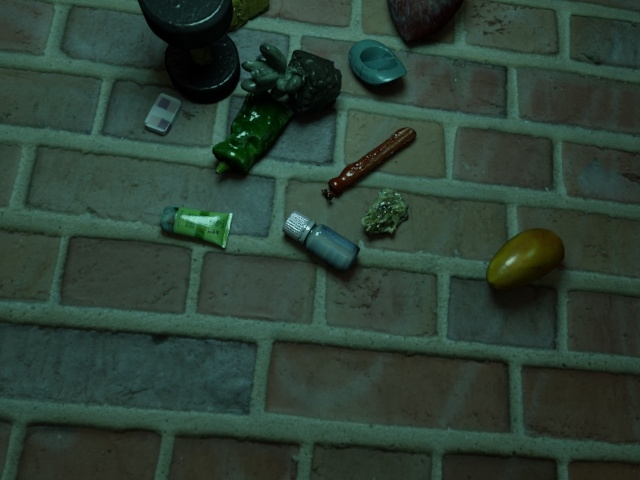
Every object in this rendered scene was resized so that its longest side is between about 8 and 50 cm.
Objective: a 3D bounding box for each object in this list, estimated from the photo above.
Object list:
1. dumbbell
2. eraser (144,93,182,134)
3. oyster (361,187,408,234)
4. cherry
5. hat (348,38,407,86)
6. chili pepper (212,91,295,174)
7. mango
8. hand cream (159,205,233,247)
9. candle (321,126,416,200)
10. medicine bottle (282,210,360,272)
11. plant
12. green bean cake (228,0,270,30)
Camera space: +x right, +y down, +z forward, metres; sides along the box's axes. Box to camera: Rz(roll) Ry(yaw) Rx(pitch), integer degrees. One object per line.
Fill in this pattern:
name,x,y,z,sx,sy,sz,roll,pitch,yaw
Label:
dumbbell,-0.311,-0.511,1.099,0.203,0.322,0.204,1,78,-5
eraser,-0.430,-0.346,1.204,0.065,0.026,0.105,22,76,-3
oyster,0.179,-0.068,1.193,0.108,0.053,0.166,42,70,-6
cherry,0.303,-0.721,1.269,0.230,0.203,0.301,17,91,-3
hat,0.162,-0.497,1.272,0.138,0.078,0.191,-23,62,-18
chili pepper,-0.196,-0.281,1.180,0.136,0.099,0.271,40,69,-23
mango,0.529,0.053,1.155,0.252,0.154,0.126,-25,74,-24
hand cream,-0.324,-0.044,1.140,0.174,0.046,0.095,11,75,-5
candle,0.137,-0.222,1.223,0.329,0.048,0.051,-38,97,-12
medicine bottle,0.000,0.000,1.142,0.203,0.083,0.084,33,77,1
plant,-0.075,-0.415,1.141,0.274,0.147,0.149,-6,44,-44
green bean cake,-0.280,-0.727,1.246,0.224,0.131,0.230,-36,83,-11
